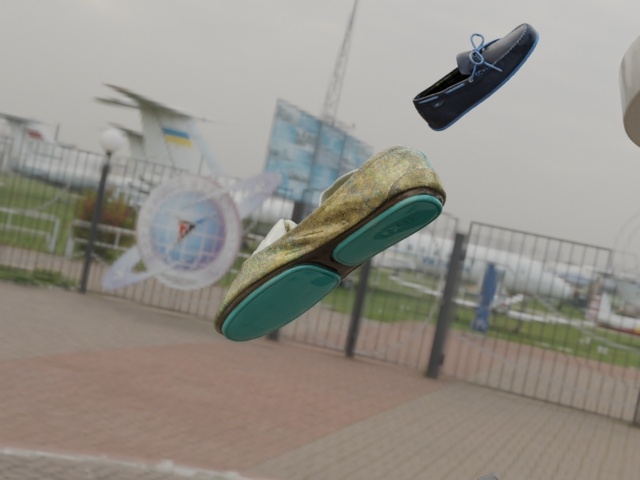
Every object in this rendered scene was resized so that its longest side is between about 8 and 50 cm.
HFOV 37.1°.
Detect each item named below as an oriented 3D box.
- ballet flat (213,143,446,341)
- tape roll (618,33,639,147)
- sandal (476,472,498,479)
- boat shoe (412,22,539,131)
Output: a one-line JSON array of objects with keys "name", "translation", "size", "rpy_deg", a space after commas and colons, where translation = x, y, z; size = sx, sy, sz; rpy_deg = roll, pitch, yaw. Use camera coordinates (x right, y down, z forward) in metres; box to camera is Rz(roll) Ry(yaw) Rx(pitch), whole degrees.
[{"name": "ballet flat", "translation": [0.000, 0.000, 1.194], "size": [0.348, 0.123, 0.123], "rpy_deg": [-35, -21, 21]}, {"name": "tape roll", "translation": [0.551, -0.190, 1.115], "size": [0.392, 0.072, 0.392], "rpy_deg": [1, -18, 0]}, {"name": "sandal", "translation": [0.262, 0.409, 1.178], "size": [0.054, 0.254, 0.097], "rpy_deg": [-20, 1, 1]}, {"name": "boat shoe", "translation": [0.272, -0.298, 1.704], "size": [0.089, 0.258, 0.109], "rpy_deg": [40, 24, -17]}]
